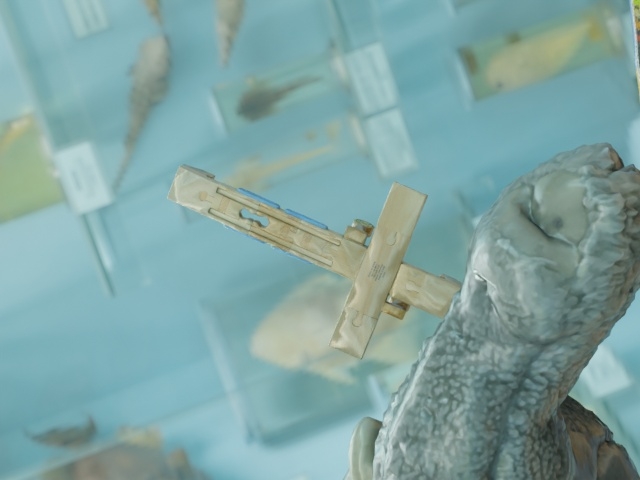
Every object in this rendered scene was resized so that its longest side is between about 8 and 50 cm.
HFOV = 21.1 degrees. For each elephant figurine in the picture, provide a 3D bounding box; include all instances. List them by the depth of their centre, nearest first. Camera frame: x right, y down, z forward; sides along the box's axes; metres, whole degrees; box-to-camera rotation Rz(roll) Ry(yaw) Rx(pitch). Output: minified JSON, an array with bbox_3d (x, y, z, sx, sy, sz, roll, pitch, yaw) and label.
[{"bbox_3d":[0.037,0.113,0.453,0.169,0.239,0.186,32,174,-17],"label":"elephant figurine"}]

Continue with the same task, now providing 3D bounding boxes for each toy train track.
[{"bbox_3d":[0.000,0.000,0.456,0.014,0.083,0.048,-43,-25,-74],"label":"toy train track"}]

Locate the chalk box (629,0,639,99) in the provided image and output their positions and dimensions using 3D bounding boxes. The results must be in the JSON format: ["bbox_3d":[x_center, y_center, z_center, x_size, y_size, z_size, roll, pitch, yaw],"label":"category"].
[{"bbox_3d":[0.269,-0.081,0.887,0.179,0.180,0.288,-11,-84,-65],"label":"chalk box"}]
